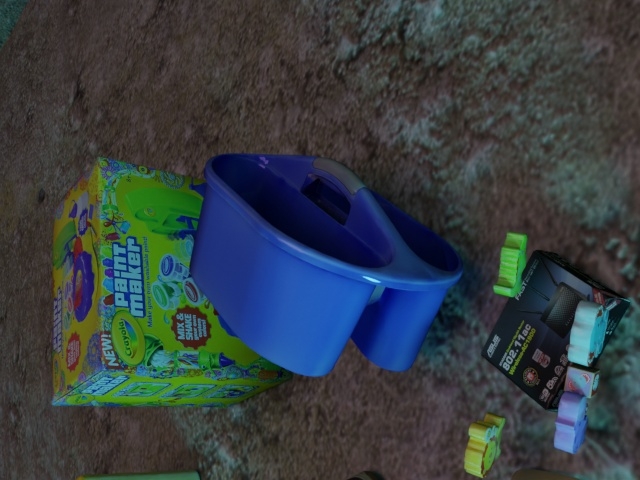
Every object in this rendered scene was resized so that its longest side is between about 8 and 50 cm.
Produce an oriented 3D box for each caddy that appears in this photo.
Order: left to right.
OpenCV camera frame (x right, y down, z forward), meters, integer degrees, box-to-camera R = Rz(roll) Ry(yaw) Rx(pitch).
[{"bbox_3d":[0.000,0.000,0.826,0.341,0.241,0.179,41,120,48],"label":"caddy"}]

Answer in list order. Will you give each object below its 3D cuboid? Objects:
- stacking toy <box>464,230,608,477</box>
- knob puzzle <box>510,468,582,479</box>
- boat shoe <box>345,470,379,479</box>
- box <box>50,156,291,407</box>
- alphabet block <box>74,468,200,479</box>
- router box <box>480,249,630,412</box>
[{"bbox_3d":[0.216,0.113,0.620,0.166,0.052,0.221,10,96,35],"label":"stacking toy"},{"bbox_3d":[0.194,0.289,0.640,0.213,0.030,0.213,-37,28,24],"label":"knob puzzle"},{"bbox_3d":[-0.011,0.350,0.887,0.223,0.073,0.080,-52,45,31],"label":"boat shoe"},{"bbox_3d":[-0.216,0.073,1.048,0.177,0.279,0.290,-33,58,44],"label":"box"},{"bbox_3d":[-0.303,0.471,1.130,0.192,0.197,0.194,-41,52,39],"label":"alphabet block"},{"bbox_3d":[0.215,0.083,0.690,0.092,0.038,0.123,41,114,48],"label":"router box"}]
